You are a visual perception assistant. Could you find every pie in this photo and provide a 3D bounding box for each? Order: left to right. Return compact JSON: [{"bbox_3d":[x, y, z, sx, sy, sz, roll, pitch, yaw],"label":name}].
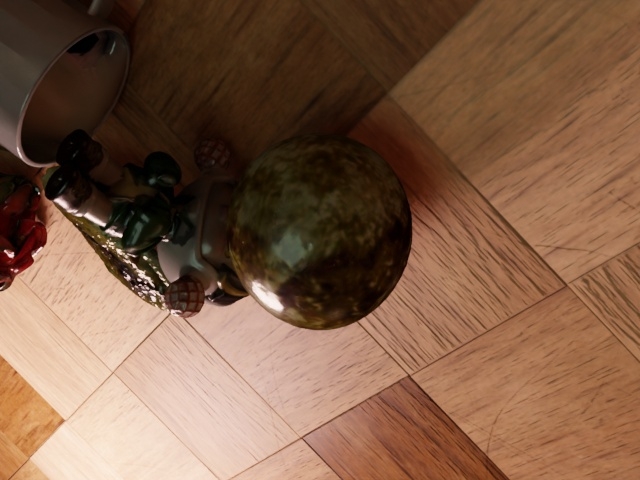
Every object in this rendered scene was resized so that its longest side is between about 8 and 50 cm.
[{"bbox_3d":[-0.328,0.009,1.328,0.323,0.070,0.323,43,163,16],"label":"pie"}]

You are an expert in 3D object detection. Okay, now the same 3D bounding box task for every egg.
[{"bbox_3d":[0.000,0.000,1.055,0.238,0.238,0.290,20,141,23],"label":"egg"}]

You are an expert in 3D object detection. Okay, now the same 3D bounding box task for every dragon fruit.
[{"bbox_3d":[-0.599,-0.029,1.500,0.293,0.234,0.234,-37,98,9],"label":"dragon fruit"}]

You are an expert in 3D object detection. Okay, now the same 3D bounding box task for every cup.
[{"bbox_3d":[-0.450,-0.323,1.160,0.326,0.237,0.323,36,106,9],"label":"cup"}]

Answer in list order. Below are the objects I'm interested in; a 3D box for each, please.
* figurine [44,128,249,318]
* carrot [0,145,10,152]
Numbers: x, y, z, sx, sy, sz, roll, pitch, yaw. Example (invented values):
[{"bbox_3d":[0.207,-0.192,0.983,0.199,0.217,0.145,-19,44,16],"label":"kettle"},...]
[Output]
[{"bbox_3d":[-0.202,-0.025,1.153,0.167,0.282,0.370,-20,143,41],"label":"figurine"},{"bbox_3d":[-0.580,-0.186,1.449,0.298,0.078,0.078,19,130,19],"label":"carrot"}]
